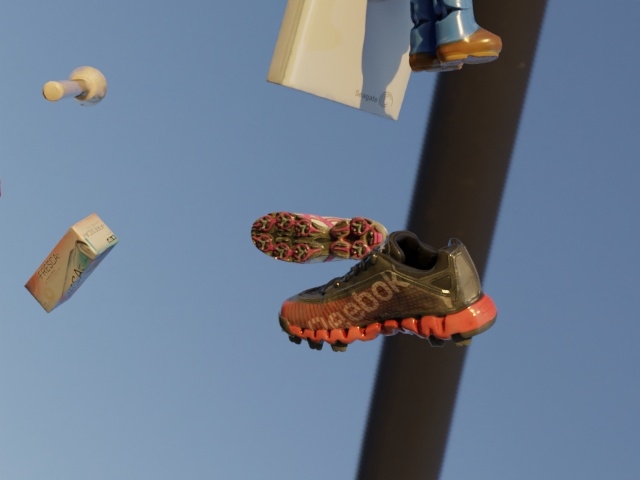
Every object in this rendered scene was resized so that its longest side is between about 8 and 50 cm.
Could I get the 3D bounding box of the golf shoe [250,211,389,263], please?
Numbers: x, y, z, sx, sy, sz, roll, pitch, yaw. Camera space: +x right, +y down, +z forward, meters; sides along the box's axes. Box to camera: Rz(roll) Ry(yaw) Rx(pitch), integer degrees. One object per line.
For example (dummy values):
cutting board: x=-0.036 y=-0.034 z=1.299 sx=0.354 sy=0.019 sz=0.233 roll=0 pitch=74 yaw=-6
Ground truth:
golf shoe: x=0.000 y=0.000 z=1.569 sx=0.186 sy=0.086 sz=0.067 roll=5 pitch=-92 yaw=17

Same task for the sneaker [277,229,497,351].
sneaker: x=0.067 y=0.056 z=1.388 sx=0.276 sy=0.097 sz=0.135 roll=-6 pitch=-74 yaw=29

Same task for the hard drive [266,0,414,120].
hard drive: x=0.066 y=-0.357 z=1.589 sx=0.047 sy=0.233 sz=0.353 roll=21 pitch=-83 yaw=44

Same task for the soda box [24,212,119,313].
soda box: x=-0.392 y=0.037 z=1.845 sx=0.063 sy=0.058 sz=0.183 roll=48 pitch=-50 yaw=2

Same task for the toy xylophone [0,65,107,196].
toy xylophone: x=-0.261 y=-0.070 z=0.728 sx=0.236 sy=0.322 sz=0.081 roll=4 pitch=-79 yaw=0

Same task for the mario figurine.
mario figurine: x=0.177 y=-0.380 z=1.487 sx=0.198 sy=0.170 sz=0.320 roll=-4 pitch=-86 yaw=27
